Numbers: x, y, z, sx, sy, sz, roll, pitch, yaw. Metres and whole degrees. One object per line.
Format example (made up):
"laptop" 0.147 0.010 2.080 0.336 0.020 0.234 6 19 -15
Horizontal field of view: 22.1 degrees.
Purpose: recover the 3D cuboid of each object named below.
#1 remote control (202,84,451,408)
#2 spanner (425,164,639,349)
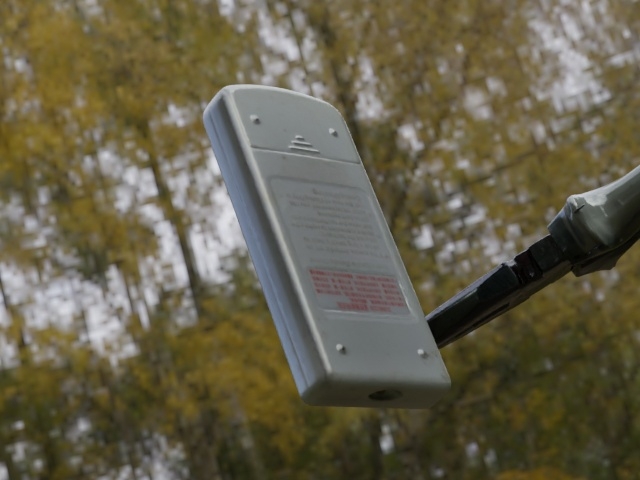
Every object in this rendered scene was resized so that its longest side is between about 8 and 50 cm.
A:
"remote control" 0.000 0.000 0.834 0.087 0.190 0.029 6 -39 -40
"spanner" 0.197 -0.022 1.025 0.325 0.040 0.095 -33 -16 7
